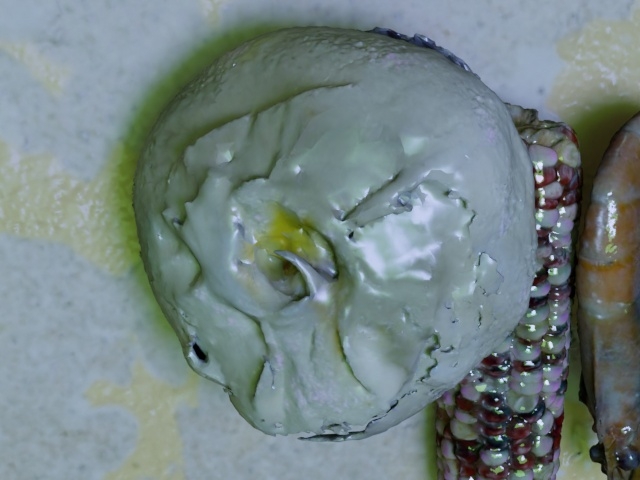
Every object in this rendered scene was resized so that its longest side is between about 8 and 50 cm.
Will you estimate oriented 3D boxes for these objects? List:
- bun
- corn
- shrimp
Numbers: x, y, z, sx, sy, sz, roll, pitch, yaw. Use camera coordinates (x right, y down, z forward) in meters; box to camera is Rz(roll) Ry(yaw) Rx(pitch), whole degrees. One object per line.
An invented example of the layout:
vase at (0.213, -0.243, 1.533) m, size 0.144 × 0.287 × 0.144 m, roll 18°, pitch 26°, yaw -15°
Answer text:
bun at (0.000, 0.000, 0.847) m, size 0.239 × 0.141 × 0.239 m, roll 6°, pitch 107°, yaw 21°
corn at (0.115, 0.054, 0.945) m, size 0.092 × 0.092 × 0.280 m, roll -5°, pitch 109°, yaw -10°
shrimp at (0.202, 0.038, 0.948) m, size 0.143 × 0.052 × 0.251 m, roll -23°, pitch 124°, yaw -48°
